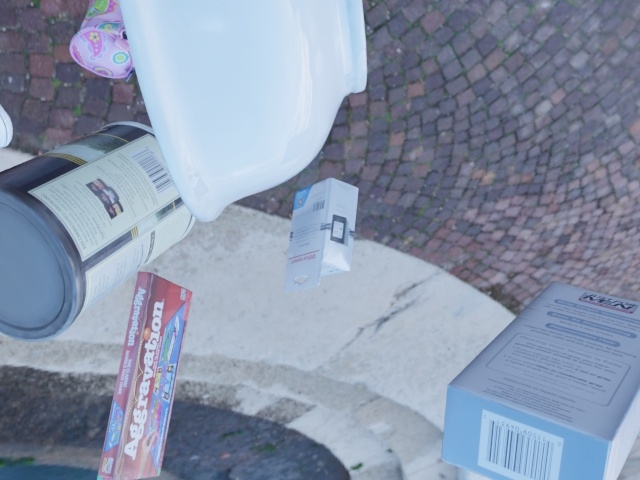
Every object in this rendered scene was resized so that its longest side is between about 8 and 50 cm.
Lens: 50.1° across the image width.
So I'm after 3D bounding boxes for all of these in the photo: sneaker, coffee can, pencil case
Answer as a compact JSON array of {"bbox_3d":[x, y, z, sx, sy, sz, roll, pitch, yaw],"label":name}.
[{"bbox_3d":[-0.768,-0.286,1.521,0.094,0.091,0.258,15,148,9],"label":"sneaker"},{"bbox_3d":[-0.315,-0.024,0.897,0.202,0.275,0.201,9,117,19],"label":"coffee can"},{"bbox_3d":[-0.361,-0.429,1.259,0.124,0.284,0.124,6,147,4],"label":"pencil case"}]

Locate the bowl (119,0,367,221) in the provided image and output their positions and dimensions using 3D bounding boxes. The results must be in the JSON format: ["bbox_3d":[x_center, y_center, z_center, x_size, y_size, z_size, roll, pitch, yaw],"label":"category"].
[{"bbox_3d":[-0.043,-0.166,0.486,0.134,0.297,0.297,-8,139,0],"label":"bowl"}]

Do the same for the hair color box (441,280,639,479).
[{"bbox_3d":[0.326,0.181,0.895,0.375,0.186,0.113,-26,123,-49],"label":"hair color box"}]

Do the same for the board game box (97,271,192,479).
[{"bbox_3d":[-0.247,0.197,0.988,0.027,0.281,0.145,4,166,15],"label":"board game box"}]

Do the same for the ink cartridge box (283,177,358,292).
[{"bbox_3d":[0.000,0.000,1.114,0.060,0.180,0.104,18,159,-33],"label":"ink cartridge box"}]
